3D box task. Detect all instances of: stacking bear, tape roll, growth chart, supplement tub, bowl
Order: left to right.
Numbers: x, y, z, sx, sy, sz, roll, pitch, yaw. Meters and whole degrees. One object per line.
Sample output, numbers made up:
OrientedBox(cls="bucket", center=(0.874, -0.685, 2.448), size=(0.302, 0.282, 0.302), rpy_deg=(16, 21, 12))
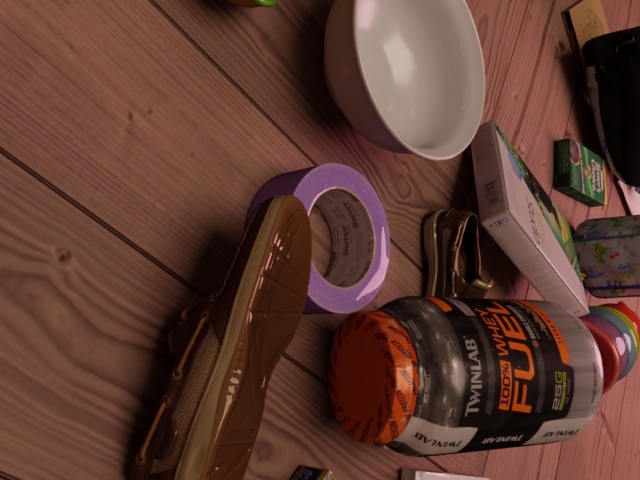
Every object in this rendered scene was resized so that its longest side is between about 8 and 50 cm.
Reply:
OrientedBox(cls="tape roll", center=(0.000, 0.000, 0.871), size=(0.189, 0.080, 0.189), rpy_deg=(6, 81, -45))
OrientedBox(cls="bowl", center=(0.100, -0.248, 0.964), size=(0.298, 0.134, 0.298), rpy_deg=(8, 79, -44))
OrientedBox(cls="supplement tub", center=(0.194, 0.180, 0.923), size=(0.338, 0.207, 0.207), rpy_deg=(4, 82, -29))
OrientedBox(cls="stacking bear", center=(0.555, 0.200, 1.360), size=(0.289, 0.164, 0.175), rpy_deg=(-13, 94, -50))
OrientedBox(cls="growth chart", center=(0.794, -0.136, 1.731), size=(0.172, 0.021, 0.237), rpy_deg=(-46, 117, -39))

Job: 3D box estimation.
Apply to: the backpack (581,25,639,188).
OrientedBox(cls="backpack", center=(0.749, -0.292, 1.520), size=(0.273, 0.290, 0.355), rpy_deg=(-23, 102, -71))

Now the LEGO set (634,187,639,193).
OrientedBox(cls="LEGO set", center=(0.841, -0.166, 1.713), size=(0.093, 0.087, 0.227), rpy_deg=(49, 46, -33))

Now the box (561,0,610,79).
OrientedBox(cls="box", center=(0.640, -0.491, 1.621), size=(0.201, 0.021, 0.164), rpy_deg=(-37, 111, -41))

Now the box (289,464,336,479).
OrientedBox(cls="box", center=(0.015, 0.365, 0.858), size=(0.059, 0.054, 0.169), rpy_deg=(-46, 117, -38))

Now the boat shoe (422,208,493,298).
OrientedBox(cls="boat shoe", center=(0.220, 0.077, 1.071), size=(0.095, 0.095, 0.257), rpy_deg=(-8, 91, -45))

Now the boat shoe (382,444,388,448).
OrientedBox(cls="boat shoe", center=(0.125, 0.260, 0.994), size=(0.125, 0.038, 0.046), rpy_deg=(-25, 145, -38))

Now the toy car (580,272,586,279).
OrientedBox(cls="toy car", center=(0.520, 0.083, 1.405), size=(0.122, 0.060, 0.040), rpy_deg=(19, 103, -36))

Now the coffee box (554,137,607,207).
OrientedBox(cls="coffee box", center=(0.573, -0.146, 1.495), size=(0.184, 0.040, 0.113), rpy_deg=(16, 72, -43))

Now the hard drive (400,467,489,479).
OrientedBox(cls="hard drive", center=(0.176, 0.507, 1.014), size=(0.203, 0.040, 0.307), rpy_deg=(22, 69, -42))

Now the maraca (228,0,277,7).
OrientedBox(cls="maraca", center=(-0.098, -0.353, 0.808), size=(0.127, 0.099, 0.186), rpy_deg=(28, 41, -51))

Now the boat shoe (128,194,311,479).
OrientedBox(cls="boat shoe", center=(-0.109, 0.106, 0.716), size=(0.123, 0.123, 0.342), rpy_deg=(37, 67, -64))

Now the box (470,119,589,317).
OrientedBox(cls="box", center=(0.373, -0.032, 1.216), size=(0.322, 0.058, 0.232), rpy_deg=(43, 36, -35))

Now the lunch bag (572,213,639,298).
OrientedBox(cls="lunch bag", center=(0.646, 0.038, 1.418), size=(0.090, 0.219, 0.176), rpy_deg=(-48, 118, -37))
